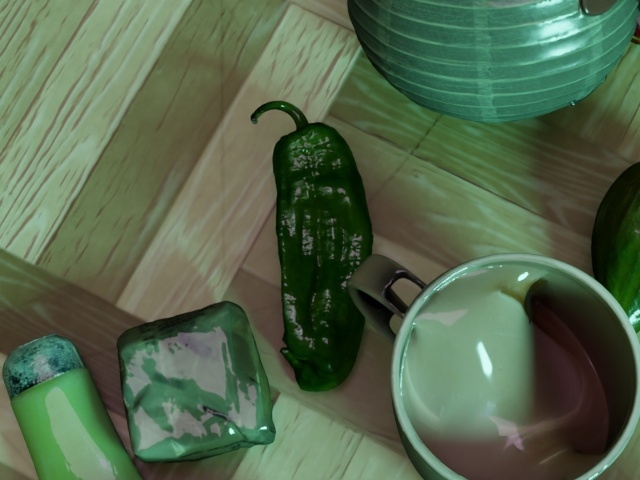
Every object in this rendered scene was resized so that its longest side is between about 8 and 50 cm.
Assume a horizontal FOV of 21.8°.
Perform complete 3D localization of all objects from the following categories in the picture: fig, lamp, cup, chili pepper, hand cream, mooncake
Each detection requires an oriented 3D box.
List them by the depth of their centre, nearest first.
[{"bbox_3d":[0.127,0.109,1.353,0.253,0.200,0.191,37,78,11],"label":"cup"},{"bbox_3d":[-0.107,0.123,1.425,0.125,0.073,0.130,-10,75,-4],"label":"mooncake"},{"bbox_3d":[0.149,-0.219,1.429,0.233,0.233,0.265,-46,53,-11],"label":"lamp"},{"bbox_3d":[0.279,0.018,1.432,0.117,0.117,0.177,28,93,10],"label":"fig"},{"bbox_3d":[-0.216,0.168,1.433,0.095,0.046,0.175,-24,80,-6],"label":"hand cream"},{"bbox_3d":[-0.004,0.002,1.457,0.100,0.074,0.257,-4,74,1],"label":"chili pepper"}]

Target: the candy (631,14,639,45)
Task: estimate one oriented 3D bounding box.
[{"bbox_3d":[0.289,-0.204,1.523,0.175,0.045,0.043,26,71,10],"label":"candy"}]
